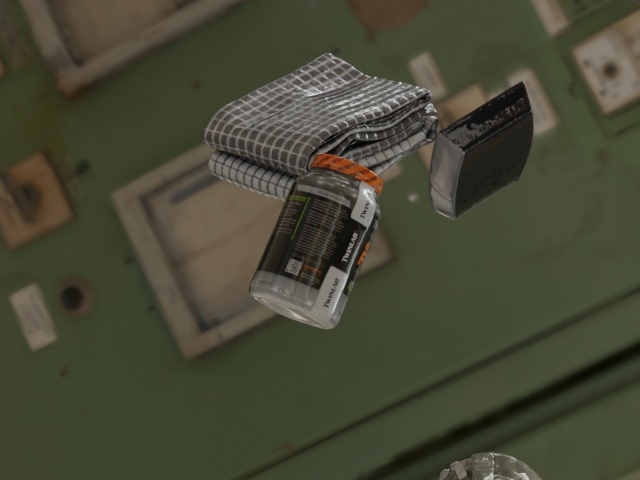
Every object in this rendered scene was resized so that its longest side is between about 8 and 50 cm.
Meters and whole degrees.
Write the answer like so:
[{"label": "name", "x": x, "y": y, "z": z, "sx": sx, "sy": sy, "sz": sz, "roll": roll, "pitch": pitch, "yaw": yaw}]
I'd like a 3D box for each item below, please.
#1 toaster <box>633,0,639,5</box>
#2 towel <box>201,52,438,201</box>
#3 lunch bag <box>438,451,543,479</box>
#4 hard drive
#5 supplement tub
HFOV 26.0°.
[{"label": "toaster", "x": 0.363, "y": -0.285, "z": 1.234, "sx": 0.110, "sy": 0.168, "sz": 0.186, "roll": 41, "pitch": -4, "yaw": 10}, {"label": "towel", "x": 0.003, "y": -0.163, "z": 1.996, "sx": 0.235, "sy": 0.283, "sz": 0.121, "roll": 18, "pitch": -52, "yaw": 44}, {"label": "lunch bag", "x": 0.220, "y": 0.419, "z": 1.605, "sx": 0.305, "sy": 0.212, "sz": 0.256, "roll": -85, "pitch": 163, "yaw": -68}, {"label": "hard drive", "x": 0.246, "y": -0.127, "z": 2.103, "sx": 0.054, "sy": 0.172, "sz": 0.255, "roll": 54, "pitch": -12, "yaw": 21}, {"label": "supplement tub", "x": 0.000, "y": 0.000, "z": 1.659, "sx": 0.117, "sy": 0.190, "sz": 0.117, "roll": 22, "pitch": -10, "yaw": 4}]
